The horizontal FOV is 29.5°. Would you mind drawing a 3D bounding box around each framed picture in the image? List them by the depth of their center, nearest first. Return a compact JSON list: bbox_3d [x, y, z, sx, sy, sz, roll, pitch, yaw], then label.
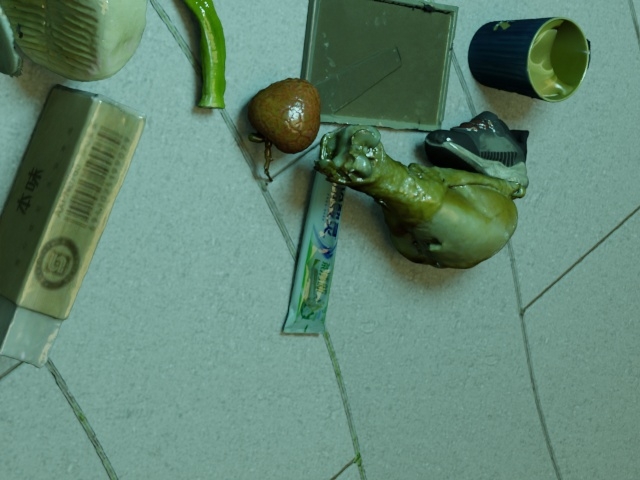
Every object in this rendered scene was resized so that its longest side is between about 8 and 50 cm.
[{"bbox_3d":[0.092,-0.273,1.853,0.281,0.019,0.208,3,99,-35],"label":"framed picture"}]

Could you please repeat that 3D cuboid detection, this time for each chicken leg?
[{"bbox_3d":[0.143,-0.071,1.824,0.429,0.201,0.152,27,45,-43],"label":"chicken leg"}]

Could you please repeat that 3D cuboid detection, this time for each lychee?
[{"bbox_3d":[-0.051,-0.163,1.726,0.114,0.101,0.140,26,79,-46],"label":"lychee"}]

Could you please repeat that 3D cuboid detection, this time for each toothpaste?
[{"bbox_3d":[0.000,0.000,1.839,0.075,0.048,0.296,3,102,-34],"label":"toothpaste"}]

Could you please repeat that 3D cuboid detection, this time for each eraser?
[{"bbox_3d":[-0.340,-0.023,1.531,0.078,0.144,0.343,23,86,-38],"label":"eraser"}]

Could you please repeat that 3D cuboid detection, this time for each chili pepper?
[{"bbox_3d":[-0.159,-0.276,1.663,0.052,0.050,0.201,-47,130,-62],"label":"chili pepper"}]

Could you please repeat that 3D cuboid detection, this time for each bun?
[{"bbox_3d":[-0.303,-0.297,1.490,0.128,0.193,0.178,-47,151,-47],"label":"bun"}]

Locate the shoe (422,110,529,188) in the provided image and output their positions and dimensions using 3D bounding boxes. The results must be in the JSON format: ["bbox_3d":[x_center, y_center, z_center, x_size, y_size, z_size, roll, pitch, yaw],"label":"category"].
[{"bbox_3d":[0.258,-0.154,1.957,0.227,0.099,0.112,22,81,-40],"label":"shoe"}]

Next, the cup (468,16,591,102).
[{"bbox_3d":[0.341,-0.295,1.939,0.177,0.155,0.131,-13,108,-34],"label":"cup"}]

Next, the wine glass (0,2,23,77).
[{"bbox_3d":[-0.518,-0.183,1.346,0.357,0.190,0.190,-37,119,-26],"label":"wine glass"}]
